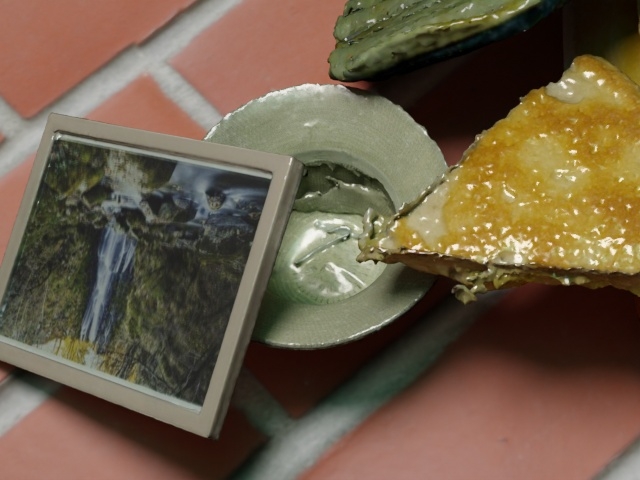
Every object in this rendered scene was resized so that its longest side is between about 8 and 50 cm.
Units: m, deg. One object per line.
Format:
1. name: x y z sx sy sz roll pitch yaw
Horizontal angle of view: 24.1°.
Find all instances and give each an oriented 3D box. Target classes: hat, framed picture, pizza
1. hat: 0.000 0.000 1.334 0.257 0.130 0.257 -4 64 8
2. framed picture: -0.166 0.019 1.296 0.324 0.020 0.240 15 86 41
3. pizza: 0.165 -0.030 1.218 0.287 0.075 0.280 -13 52 1

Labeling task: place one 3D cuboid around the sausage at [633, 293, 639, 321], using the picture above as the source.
1. sausage: 0.377 0.066 1.235 0.268 0.153 0.141 40 81 26

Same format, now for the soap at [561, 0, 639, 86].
1. soap: 0.336 -0.217 1.362 0.259 0.143 0.281 -21 56 35

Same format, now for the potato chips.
1. potato chips: 0.174 -0.279 1.355 0.429 0.070 0.358 -27 27 27
